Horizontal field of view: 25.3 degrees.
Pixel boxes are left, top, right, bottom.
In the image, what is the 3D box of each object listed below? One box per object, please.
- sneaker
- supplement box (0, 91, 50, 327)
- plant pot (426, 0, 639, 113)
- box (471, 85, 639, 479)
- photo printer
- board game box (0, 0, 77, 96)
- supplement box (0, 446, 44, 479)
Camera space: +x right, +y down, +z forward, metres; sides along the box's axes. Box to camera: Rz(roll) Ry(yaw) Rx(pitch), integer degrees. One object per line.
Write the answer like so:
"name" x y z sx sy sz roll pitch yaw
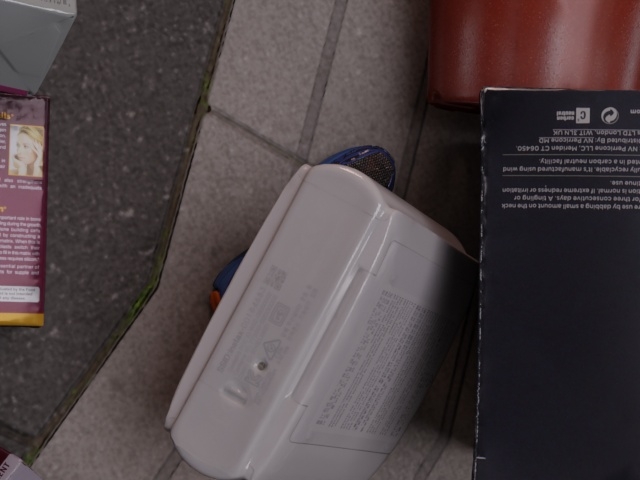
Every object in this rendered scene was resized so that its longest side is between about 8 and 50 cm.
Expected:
"sneaker" 0.000 0.000 1.282 0.083 0.087 0.221 46 69 -18
"supplement box" -0.279 -0.024 1.146 0.104 0.081 0.188 3 86 -26
"plant pot" 0.212 -0.245 1.321 0.272 0.272 0.265 5 93 -26
"box" 0.228 0.049 1.235 0.179 0.343 0.312 2 87 9
"photo printer" 0.019 0.084 1.187 0.256 0.107 0.307 -62 157 1
"board game box" -0.306 -0.266 1.057 0.224 0.097 0.303 12 50 -25
"supplement box" -0.310 0.181 1.032 0.130 0.239 0.073 -55 140 -19
